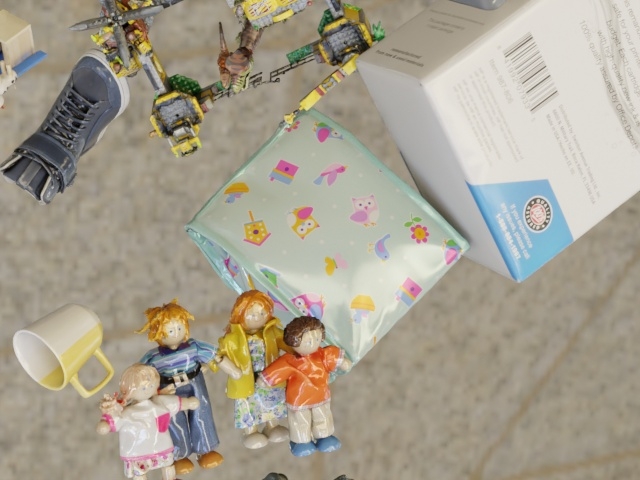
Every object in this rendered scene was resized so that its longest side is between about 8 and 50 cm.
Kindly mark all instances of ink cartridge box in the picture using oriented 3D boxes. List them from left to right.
[{"bbox_3d":[0.281,-0.189,2.123,0.395,0.285,0.166,-36,-151,-15],"label":"ink cartridge box"}]

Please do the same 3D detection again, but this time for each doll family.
[{"bbox_3d":[-0.105,0.133,1.747,0.263,0.163,0.118,-15,-159,-23],"label":"doll family"}]

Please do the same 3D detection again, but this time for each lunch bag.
[{"bbox_3d":[0.000,0.000,2.136,0.262,0.160,0.223,44,-105,2],"label":"lunch bag"}]

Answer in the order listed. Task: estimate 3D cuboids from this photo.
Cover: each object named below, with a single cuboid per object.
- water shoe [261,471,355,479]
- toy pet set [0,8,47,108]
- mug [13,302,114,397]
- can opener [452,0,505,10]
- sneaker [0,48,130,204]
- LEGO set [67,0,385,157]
[{"bbox_3d":[0.030,0.276,1.841,0.203,0.080,0.073,6,174,12],"label":"water shoe"},{"bbox_3d":[-0.329,-0.166,1.748,0.122,0.065,0.114,31,-126,26],"label":"toy pet set"},{"bbox_3d":[-0.220,0.093,1.594,0.062,0.078,0.064,2,-147,43],"label":"mug"},{"bbox_3d":[0.048,-0.267,1.544,0.280,0.074,0.093,25,-123,36],"label":"can opener"},{"bbox_3d":[-0.335,-0.140,2.392,0.086,0.226,0.163,37,-125,3],"label":"sneaker"},{"bbox_3d":[-0.099,-0.228,2.064,0.331,0.255,0.192,-15,-155,6],"label":"LEGO set"}]
